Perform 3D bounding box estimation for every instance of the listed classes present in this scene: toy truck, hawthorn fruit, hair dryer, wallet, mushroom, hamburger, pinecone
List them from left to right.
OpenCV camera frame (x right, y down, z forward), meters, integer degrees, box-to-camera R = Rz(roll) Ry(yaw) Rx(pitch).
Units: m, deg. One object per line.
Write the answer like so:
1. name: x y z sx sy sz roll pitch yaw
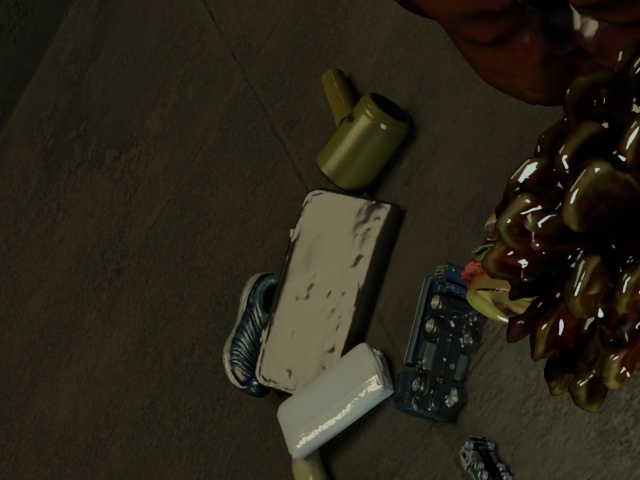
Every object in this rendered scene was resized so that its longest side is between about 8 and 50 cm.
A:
1. mushroom: -0.014 0.336 2.102 0.059 0.054 0.202 -46 30 22
2. wallet: 0.007 0.081 2.195 0.165 0.042 0.309 12 82 36
3. wallet: 0.020 0.219 2.095 0.190 0.033 0.095 -41 49 21
4. hair dryer: 0.049 -0.196 2.317 0.135 0.090 0.278 -55 27 23
5. toy truck: 0.148 0.129 1.946 0.088 0.074 0.201 -9 63 61
6. toy truck: 0.195 0.275 1.815 0.083 0.039 0.044 -115 40 -50
7. hamburger: 0.256 0.026 1.759 0.175 0.175 0.137 -3 62 57
8. hawthorn fruit: 0.308 -0.388 1.710 0.472 0.472 0.472 -36 43 43
9. pinecone: 0.354 0.007 1.424 0.398 0.398 0.398 -36 43 43

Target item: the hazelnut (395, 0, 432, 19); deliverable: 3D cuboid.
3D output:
1. hazelnut: 0.194 -0.401 2.130 0.201 0.160 0.170 -64 28 19

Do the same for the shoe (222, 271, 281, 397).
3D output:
1. shoe: -0.080 0.135 2.289 0.106 0.091 0.207 -25 47 57
